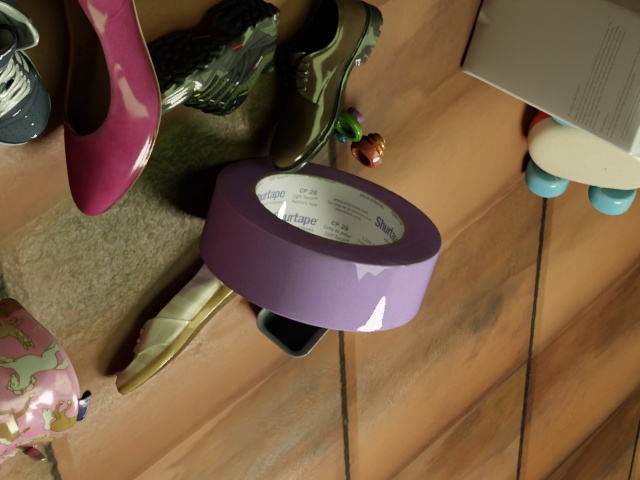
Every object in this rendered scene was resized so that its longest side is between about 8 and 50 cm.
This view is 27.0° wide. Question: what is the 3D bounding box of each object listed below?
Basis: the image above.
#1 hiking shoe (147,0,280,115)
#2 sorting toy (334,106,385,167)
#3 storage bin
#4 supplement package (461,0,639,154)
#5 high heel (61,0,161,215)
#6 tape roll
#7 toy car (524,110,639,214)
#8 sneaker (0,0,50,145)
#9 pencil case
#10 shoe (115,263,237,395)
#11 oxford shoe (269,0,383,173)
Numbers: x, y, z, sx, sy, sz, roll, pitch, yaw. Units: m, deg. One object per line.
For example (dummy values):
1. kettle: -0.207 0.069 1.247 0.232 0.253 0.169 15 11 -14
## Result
1. hiking shoe: -0.123 -0.169 1.439 0.227 0.086 0.114 -37 139 -30
2. sorting toy: 0.051 -0.142 1.721 0.042 0.061 0.102 -46 128 -19
3. storage bin: -0.025 0.090 1.803 0.135 0.098 0.091 -50 175 -12
4. supplement package: 0.376 -0.262 1.831 0.175 0.293 0.177 -12 127 -48
5. high heel: -0.242 -0.192 1.256 0.181 0.127 0.377 -6 118 -39
6. tape roll: 0.000 0.000 1.572 0.275 0.275 0.090 -11 125 -49
7. toy car: 0.448 -0.207 2.128 0.219 0.210 0.238 98 9 -54
8. sneaker: -0.292 -0.147 1.169 0.099 0.153 0.282 -49 147 -11
9. pencil case: -0.421 0.210 1.309 0.386 0.167 0.160 -31 175 -35
10. shoe: -0.177 0.100 1.638 0.219 0.058 0.076 -45 177 -11
11. oxford shoe: -0.017 -0.190 1.583 0.096 0.083 0.227 17 98 -45
